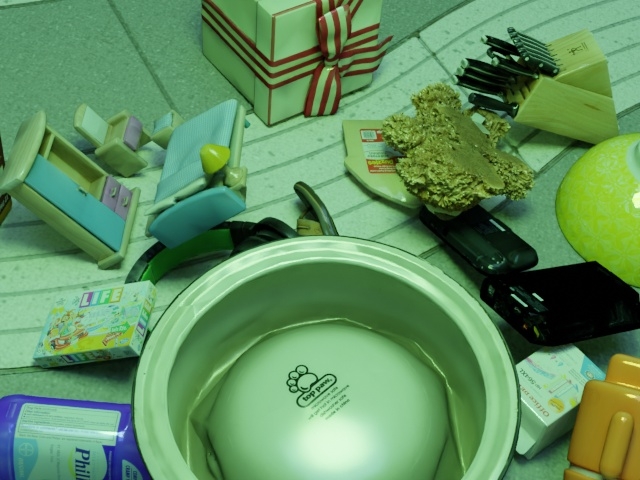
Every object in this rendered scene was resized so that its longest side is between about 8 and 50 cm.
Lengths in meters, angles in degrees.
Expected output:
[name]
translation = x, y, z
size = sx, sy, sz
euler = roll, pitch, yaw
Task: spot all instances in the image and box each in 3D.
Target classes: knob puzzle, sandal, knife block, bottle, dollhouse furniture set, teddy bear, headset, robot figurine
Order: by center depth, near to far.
[bottle]
translation = -0.248, 0.250, 1.207
size = 0.282, 0.118, 0.092
euler = 6, 39, -4
[robot figurine]
translation = 0.374, 0.254, 1.247
size = 0.128, 0.158, 0.220
euler = 17, 85, -12
[headset]
translation = -0.073, 0.102, 1.379
size = 0.394, 0.185, 0.243
euler = 7, 47, 19
[dollhouse furniture set]
translation = -0.245, -0.152, 1.403
size = 0.303, 0.198, 0.286
euler = -24, 42, 28
[sandal]
translation = 0.000, 0.000, 1.498
size = 0.060, 0.090, 0.219
euler = -26, 62, -1
[teddy bear]
translation = 0.207, -0.135, 1.575
size = 0.245, 0.113, 0.338
euler = 17, 33, -20
[knob puzzle]
translation = 0.131, -0.120, 1.639
size = 0.213, 0.030, 0.213
euler = 5, 48, -6
[knife block]
translation = 0.355, -0.237, 1.680
size = 0.242, 0.276, 0.088
euler = -20, 47, 8

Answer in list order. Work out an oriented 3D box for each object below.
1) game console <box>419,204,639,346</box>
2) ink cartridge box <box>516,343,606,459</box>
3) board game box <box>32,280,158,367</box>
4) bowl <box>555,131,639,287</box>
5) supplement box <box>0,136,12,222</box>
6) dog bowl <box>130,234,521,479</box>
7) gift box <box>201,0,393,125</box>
[game console]
translation = 0.289, 0.031, 1.479
size = 0.213, 0.044, 0.361
euler = -6, 33, -31
[ink cartridge box]
translation = 0.292, 0.211, 1.338
size = 0.143, 0.090, 0.092
euler = -28, 59, -29
[board game box]
translation = -0.295, 0.111, 1.331
size = 0.154, 0.026, 0.103
euler = -10, 47, 23
[bowl]
translation = 0.527, -0.080, 1.581
size = 0.289, 0.156, 0.290
euler = 4, 49, -4
[supplement box]
translation = -0.556, -0.092, 1.409
size = 0.194, 0.191, 0.129
euler = 16, 49, 4
[dog bowl]
translation = 0.007, 0.195, 1.114
size = 0.407, 0.150, 0.408
euler = 0, 51, 0
[gift box]
translation = -0.027, -0.378, 1.695
size = 0.276, 0.255, 0.258
euler = -28, 56, -21
